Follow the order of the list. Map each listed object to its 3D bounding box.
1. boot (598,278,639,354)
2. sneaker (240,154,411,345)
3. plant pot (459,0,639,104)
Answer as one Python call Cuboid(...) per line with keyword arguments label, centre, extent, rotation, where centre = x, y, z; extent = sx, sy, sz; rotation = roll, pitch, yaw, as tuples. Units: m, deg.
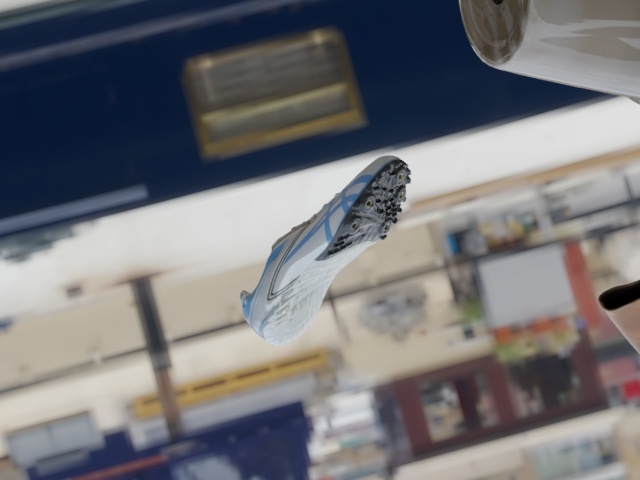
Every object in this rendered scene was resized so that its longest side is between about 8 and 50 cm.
Cuboid(label="boot", centre=(0.491, 0.105, 2.152), extent=(0.264, 0.280, 0.096), rotation=(-21, -148, 19))
Cuboid(label="sneaker", centre=(0.000, 0.000, 1.906), extent=(0.237, 0.086, 0.085), rotation=(-51, 147, 14))
Cuboid(label="plant pot", centre=(0.331, -0.313, 2.262), extent=(0.280, 0.323, 0.323), rotation=(-5, 169, -22))
